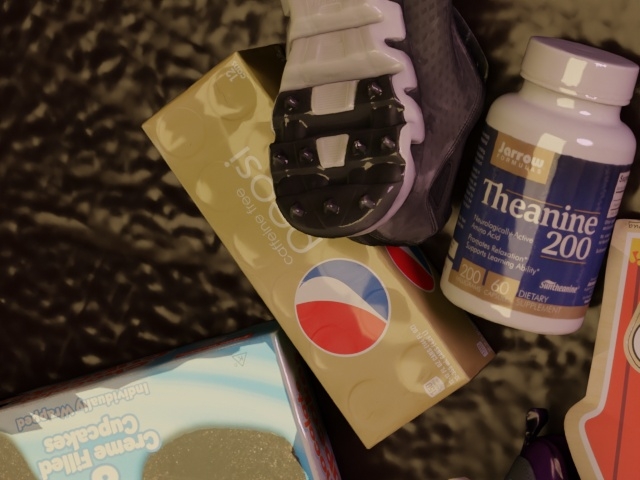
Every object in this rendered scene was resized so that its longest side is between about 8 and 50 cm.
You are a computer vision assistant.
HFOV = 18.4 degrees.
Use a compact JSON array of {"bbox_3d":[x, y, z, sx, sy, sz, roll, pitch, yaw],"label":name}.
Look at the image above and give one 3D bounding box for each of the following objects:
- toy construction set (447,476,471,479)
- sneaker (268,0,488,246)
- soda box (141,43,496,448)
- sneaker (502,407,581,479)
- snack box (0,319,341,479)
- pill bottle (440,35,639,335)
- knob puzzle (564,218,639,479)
[{"bbox_3d":[0.053,0.273,0.826,0.215,0.151,0.328,53,136,28],"label":"toy construction set"},{"bbox_3d":[0.029,-0.101,0.868,0.078,0.106,0.234,-5,72,27],"label":"sneaker"},{"bbox_3d":[0.000,0.000,0.903,0.061,0.058,0.181,-36,88,20],"label":"soda box"},{"bbox_3d":[0.173,0.156,0.863,0.223,0.083,0.098,23,100,14],"label":"sneaker"},{"bbox_3d":[-0.141,0.171,0.947,0.322,0.060,0.187,-17,94,8],"label":"snack box"},{"bbox_3d":[0.098,-0.025,0.862,0.067,0.067,0.120,18,104,14],"label":"pill bottle"},{"bbox_3d":[0.196,0.087,0.829,0.213,0.030,0.213,-4,74,15],"label":"knob puzzle"}]
